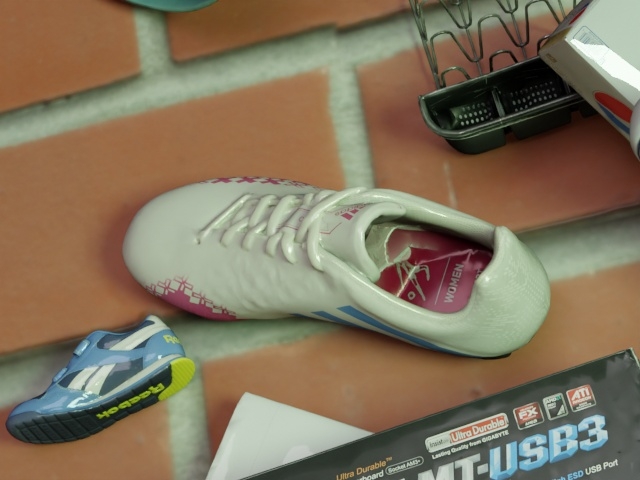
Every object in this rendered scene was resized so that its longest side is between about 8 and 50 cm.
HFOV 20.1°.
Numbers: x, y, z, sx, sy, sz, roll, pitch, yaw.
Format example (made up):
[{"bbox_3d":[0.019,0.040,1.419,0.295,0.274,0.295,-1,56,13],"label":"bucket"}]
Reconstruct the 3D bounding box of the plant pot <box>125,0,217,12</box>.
[{"bbox_3d":[-0.113,-0.363,1.401,0.293,0.293,0.235,26,61,25],"label":"plant pot"}]

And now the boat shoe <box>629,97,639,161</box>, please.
[{"bbox_3d":[0.325,-0.009,1.123,0.302,0.109,0.094,23,51,-18],"label":"boat shoe"}]

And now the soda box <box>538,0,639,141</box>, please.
[{"bbox_3d":[0.252,-0.083,1.222,0.216,0.074,0.069,43,83,-5],"label":"soda box"}]

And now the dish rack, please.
[{"bbox_3d":[0.154,-0.203,1.360,0.208,0.074,0.271,-18,63,7],"label":"dish rack"}]

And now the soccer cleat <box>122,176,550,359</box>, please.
[{"bbox_3d":[0.000,0.000,1.275,0.331,0.143,0.116,9,70,20],"label":"soccer cleat"}]

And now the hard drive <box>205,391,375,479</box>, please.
[{"bbox_3d":[0.053,0.245,1.209,0.318,0.040,0.210,16,72,22],"label":"hard drive"}]

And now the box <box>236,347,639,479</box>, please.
[{"bbox_3d":[0.105,0.250,1.126,0.295,0.073,0.293,-20,62,8],"label":"box"}]

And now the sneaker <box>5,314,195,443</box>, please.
[{"bbox_3d":[-0.166,0.104,1.331,0.144,0.053,0.059,-24,63,-4],"label":"sneaker"}]
